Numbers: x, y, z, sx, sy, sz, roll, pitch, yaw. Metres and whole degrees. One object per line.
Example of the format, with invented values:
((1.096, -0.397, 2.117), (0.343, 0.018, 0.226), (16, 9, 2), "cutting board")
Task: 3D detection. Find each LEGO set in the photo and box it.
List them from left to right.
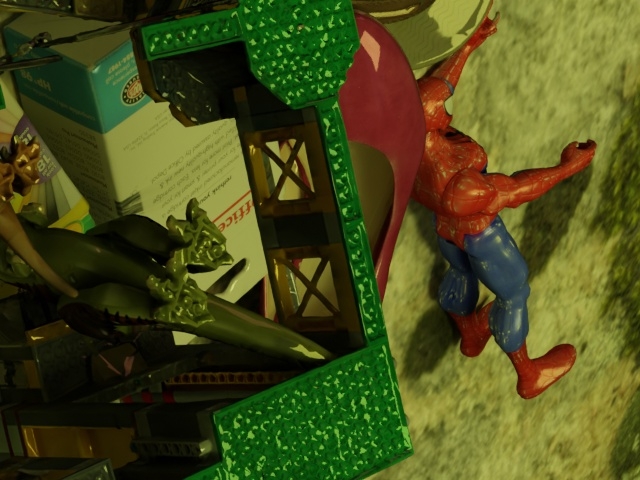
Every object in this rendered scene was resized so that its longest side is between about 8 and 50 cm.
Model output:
((-0.132, 0.023, 0.721), (0.331, 0.192, 0.255), (-31, 108, -42), "LEGO set")

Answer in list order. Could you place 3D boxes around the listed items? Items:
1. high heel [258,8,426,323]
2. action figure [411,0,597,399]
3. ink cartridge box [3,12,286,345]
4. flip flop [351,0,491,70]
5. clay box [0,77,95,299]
((0.000, 0.000, 0.987), (0.244, 0.082, 0.117), (103, 1, -48), "high heel")
((0.113, -0.031, 1.159), (0.139, 0.091, 0.280), (-48, 146, -12), "action figure")
((-0.076, -0.044, 0.905), (0.104, 0.060, 0.180), (-41, 141, -32), "ink cartridge box")
((0.018, -0.152, 0.945), (0.112, 0.080, 0.277), (-61, 147, -4), "flip flop")
((-0.179, -0.021, 0.783), (0.127, 0.053, 0.222), (-51, 146, -17), "clay box")
